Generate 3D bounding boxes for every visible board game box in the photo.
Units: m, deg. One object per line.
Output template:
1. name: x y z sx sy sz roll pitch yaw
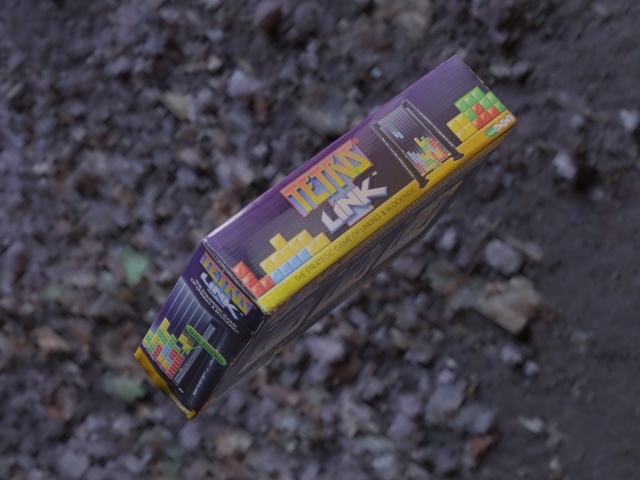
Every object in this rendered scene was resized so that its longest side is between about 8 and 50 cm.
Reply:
1. board game box: 0.000 0.000 0.883 0.048 0.170 0.141 48 149 9
